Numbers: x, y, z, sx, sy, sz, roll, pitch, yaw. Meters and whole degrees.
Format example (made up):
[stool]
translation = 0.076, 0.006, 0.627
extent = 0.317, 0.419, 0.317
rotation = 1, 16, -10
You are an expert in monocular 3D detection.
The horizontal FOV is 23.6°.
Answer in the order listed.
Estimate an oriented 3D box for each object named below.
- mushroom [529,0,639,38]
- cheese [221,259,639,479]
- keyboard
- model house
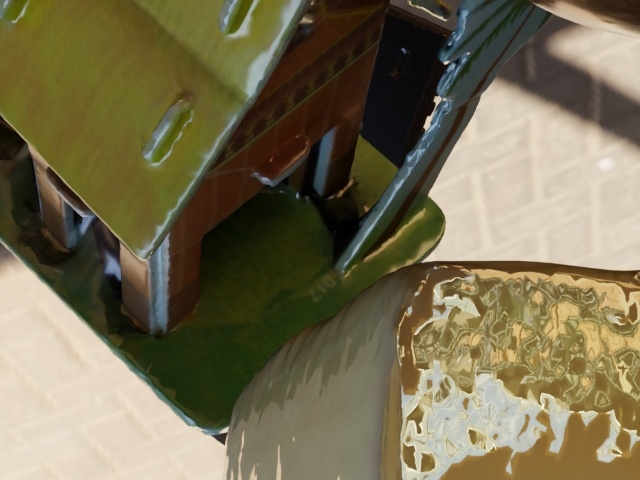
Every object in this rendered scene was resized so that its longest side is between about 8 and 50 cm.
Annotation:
[mushroom]
translation = 0.121, -0.160, 0.407
extent = 0.278, 0.163, 0.297
rotation = -33, -168, 24
[cheese]
translation = 0.099, 0.103, 0.642
extent = 0.243, 0.123, 0.265
rotation = 16, 162, -11
[keyboard]
translation = 0.000, 0.000, 0.987
extent = 0.027, 0.106, 0.317
rotation = -5, 120, -56
[model house]
translation = -0.037, -0.148, 0.784
extent = 0.340, 0.300, 0.323
rotation = -40, 164, -22
